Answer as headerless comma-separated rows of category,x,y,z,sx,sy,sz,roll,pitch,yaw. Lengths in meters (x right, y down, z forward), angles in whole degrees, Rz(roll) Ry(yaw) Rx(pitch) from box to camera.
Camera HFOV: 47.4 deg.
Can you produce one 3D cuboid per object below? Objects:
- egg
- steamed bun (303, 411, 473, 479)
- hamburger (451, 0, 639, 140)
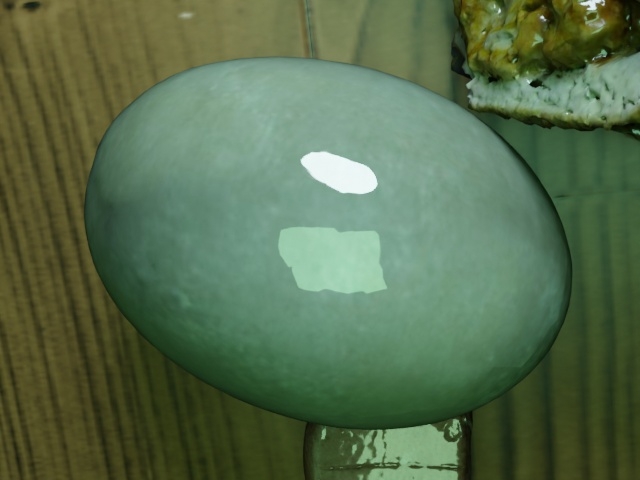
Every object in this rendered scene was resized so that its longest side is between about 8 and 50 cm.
egg,0.000,0.000,0.528,0.352,0.258,0.258,16,102,16
steamed bun,0.059,0.182,0.634,0.145,0.106,0.175,6,87,13
hamburger,0.240,-0.145,0.452,0.277,0.318,0.195,4,100,-24
